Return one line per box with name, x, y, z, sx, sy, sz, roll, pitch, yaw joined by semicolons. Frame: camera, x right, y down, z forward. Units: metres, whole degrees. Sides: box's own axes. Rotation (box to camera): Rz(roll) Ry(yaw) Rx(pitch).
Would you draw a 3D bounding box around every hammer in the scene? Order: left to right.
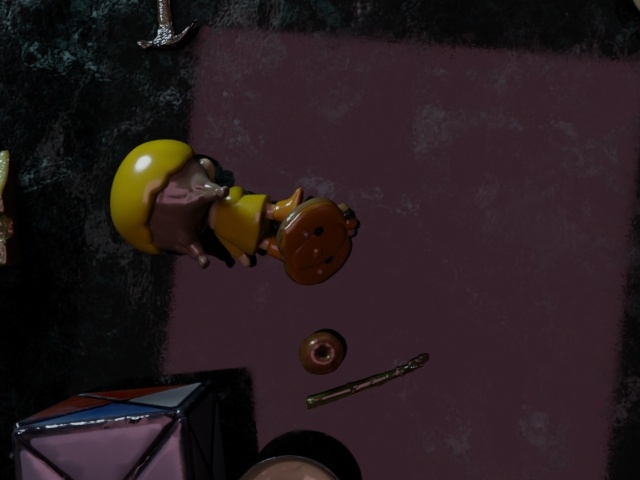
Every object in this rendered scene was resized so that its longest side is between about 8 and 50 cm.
hammer;-0.308;-0.517;1.665;0.125;0.027;0.297;-7;87;6

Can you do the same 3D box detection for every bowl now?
bowl;-0.050;0.495;1.557;0.237;0.126;0.238;0;89;6

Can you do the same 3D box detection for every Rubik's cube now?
Rubik's cube;-0.336;0.430;1.505;0.305;0.307;0.310;-7;88;3

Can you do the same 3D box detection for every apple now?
apple;0.001;0.208;1.590;0.084;0.071;0.084;0;90;-2

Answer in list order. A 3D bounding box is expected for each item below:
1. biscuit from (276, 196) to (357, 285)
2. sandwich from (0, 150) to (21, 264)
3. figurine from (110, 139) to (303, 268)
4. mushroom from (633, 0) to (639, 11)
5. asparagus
biscuit;0.002;0.002;1.558;0.170;0.170;0.050;-54;44;2
sandwich;-0.644;-0.056;1.638;0.122;0.128;0.236;-5;88;-2
figurine;-0.209;-0.062;1.573;0.343;0.187;0.215;12;102;0
mushroom;0.628;-0.465;1.516;0.166;0.127;0.166;-1;81;7
asparagus;0.089;0.264;1.602;0.248;0.025;0.024;-21;44;5
